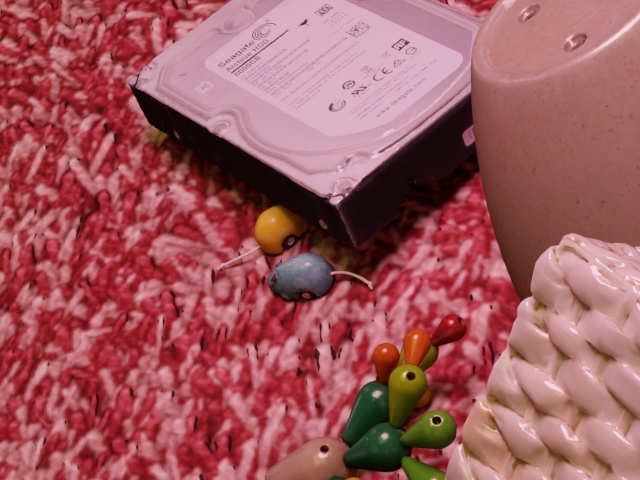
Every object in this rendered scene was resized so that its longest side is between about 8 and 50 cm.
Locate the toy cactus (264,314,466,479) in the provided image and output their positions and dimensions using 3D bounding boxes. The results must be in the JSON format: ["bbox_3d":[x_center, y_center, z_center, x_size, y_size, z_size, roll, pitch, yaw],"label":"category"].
[{"bbox_3d":[0.040,0.164,1.459,0.180,0.112,0.219,-25,43,37],"label":"toy cactus"}]

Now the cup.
[{"bbox_3d":[0.241,-0.089,1.389,0.331,0.237,0.331,-30,28,18],"label":"cup"}]

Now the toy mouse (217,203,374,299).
[{"bbox_3d":[0.000,0.000,1.658,0.161,0.031,0.143,-39,43,-7],"label":"toy mouse"}]

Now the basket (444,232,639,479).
[{"bbox_3d":[0.250,0.209,1.061,0.331,0.266,0.328,42,116,47],"label":"basket"}]

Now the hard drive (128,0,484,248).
[{"bbox_3d":[0.007,-0.141,1.732,0.237,0.064,0.339,-38,39,-17],"label":"hard drive"}]
